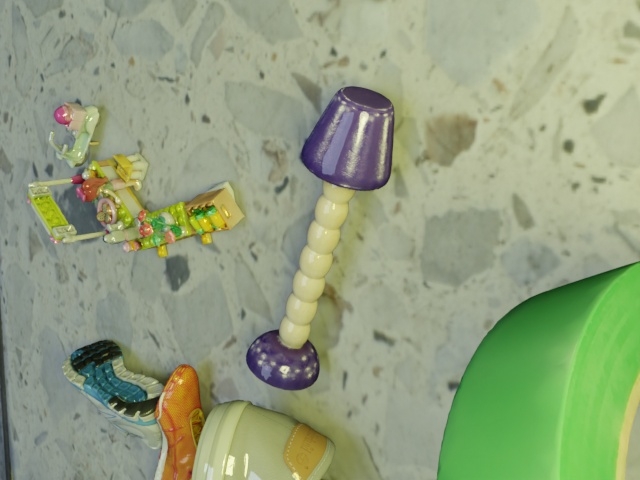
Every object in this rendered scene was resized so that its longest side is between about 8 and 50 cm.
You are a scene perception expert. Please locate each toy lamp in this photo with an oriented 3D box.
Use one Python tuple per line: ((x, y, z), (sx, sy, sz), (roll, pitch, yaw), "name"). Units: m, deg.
((0.000, 0.000, 0.878), (0.080, 0.080, 0.275), (40, 124, 33), "toy lamp")

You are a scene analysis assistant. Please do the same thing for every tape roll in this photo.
((0.196, 0.171, 0.539), (0.077, 0.321, 0.321), (-23, 82, 45), "tape roll")

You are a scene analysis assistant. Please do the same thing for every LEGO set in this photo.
((-0.212, -0.038, 1.062), (0.287, 0.107, 0.132), (32, 119, 37), "LEGO set")

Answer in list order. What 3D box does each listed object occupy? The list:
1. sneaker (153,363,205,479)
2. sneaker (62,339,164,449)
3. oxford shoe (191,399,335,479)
((-0.138, 0.212, 1.084), (0.067, 0.064, 0.175), (12, 114, 24), "sneaker")
((-0.231, 0.181, 1.159), (0.190, 0.071, 0.083), (30, 142, 48), "sneaker")
((-0.052, 0.366, 0.967), (0.130, 0.169, 0.449), (6, 107, 8), "oxford shoe")
